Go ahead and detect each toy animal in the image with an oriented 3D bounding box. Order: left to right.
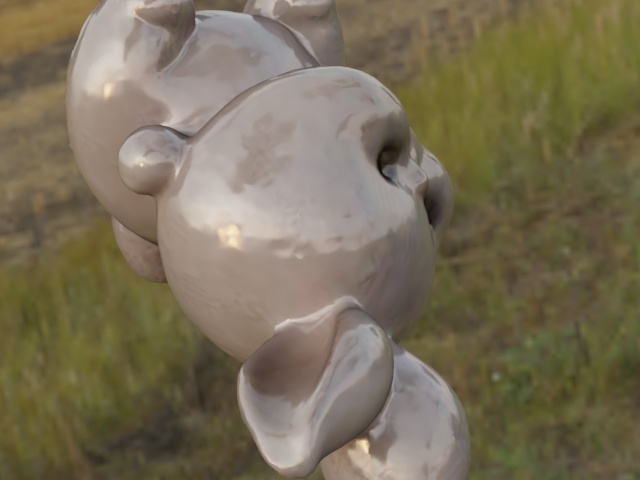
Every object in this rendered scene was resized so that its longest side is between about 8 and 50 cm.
[{"bbox_3d":[0.001,-0.002,0.604,0.124,0.124,0.212,-17,44,-25],"label":"toy animal"}]
